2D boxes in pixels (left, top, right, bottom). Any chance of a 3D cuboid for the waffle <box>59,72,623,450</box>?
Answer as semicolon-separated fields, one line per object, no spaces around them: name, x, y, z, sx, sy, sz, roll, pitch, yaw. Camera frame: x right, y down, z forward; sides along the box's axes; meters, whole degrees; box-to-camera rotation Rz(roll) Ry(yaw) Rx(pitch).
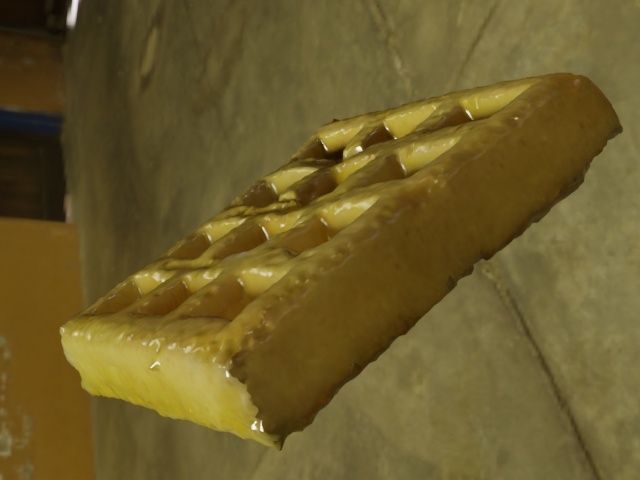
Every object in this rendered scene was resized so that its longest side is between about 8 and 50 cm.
waffle;0.000;0.000;0.518;0.221;0.248;0.055;-5;120;58
